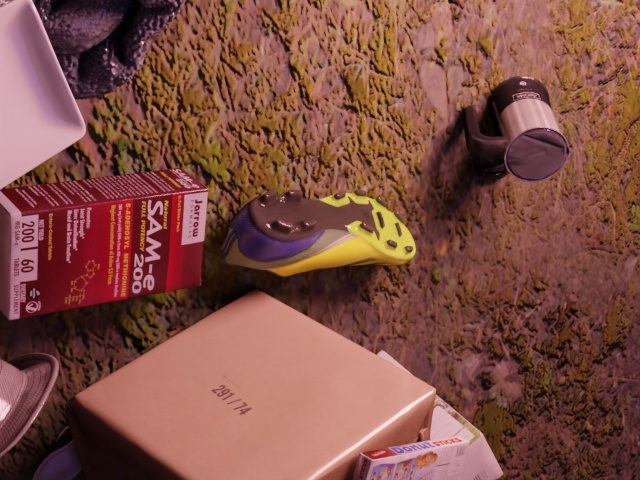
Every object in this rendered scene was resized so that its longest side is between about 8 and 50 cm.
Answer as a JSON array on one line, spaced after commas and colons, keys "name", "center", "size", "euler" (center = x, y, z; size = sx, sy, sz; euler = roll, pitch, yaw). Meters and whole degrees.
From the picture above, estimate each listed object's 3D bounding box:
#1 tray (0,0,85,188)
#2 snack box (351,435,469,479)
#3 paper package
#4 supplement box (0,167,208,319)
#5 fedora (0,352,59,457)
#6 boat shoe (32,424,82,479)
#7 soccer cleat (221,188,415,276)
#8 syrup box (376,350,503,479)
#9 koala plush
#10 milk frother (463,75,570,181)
[{"name": "tray", "center": [-0.335, -0.091, 1.151], "size": [0.270, 0.030, 0.145], "euler": [-38, 121, -32]}, {"name": "snack box", "center": [0.100, 0.260, 1.492], "size": [0.178, 0.022, 0.064], "euler": [0, 110, -48]}, {"name": "paper package", "center": [-0.073, 0.237, 1.566], "size": [0.309, 0.324, 0.168], "euler": [-31, 131, -33]}, {"name": "supplement box", "center": [-0.250, 0.001, 1.503], "size": [0.239, 0.073, 0.130], "euler": [-10, 119, -33]}, {"name": "fedora", "center": [-0.416, 0.179, 1.387], "size": [0.275, 0.244, 0.124], "euler": [-32, 112, 29]}, {"name": "boat shoe", "center": [-0.303, 0.250, 1.622], "size": [0.125, 0.038, 0.046], "euler": [-48, 123, -7]}, {"name": "soccer cleat", "center": [-0.001, -0.001, 1.691], "size": [0.289, 0.093, 0.121], "euler": [6, 141, -42]}, {"name": "syrup box", "center": [0.129, 0.258, 1.805], "size": [0.093, 0.237, 0.096], "euler": [-39, 129, -12]}, {"name": "koala plush", "center": [-0.277, -0.248, 1.276], "size": [0.221, 0.196, 0.203], "euler": [15, 115, -44]}, {"name": "milk frother", "center": [0.259, -0.119, 1.764], "size": [0.129, 0.135, 0.143], "euler": [-16, 126, 9]}]
